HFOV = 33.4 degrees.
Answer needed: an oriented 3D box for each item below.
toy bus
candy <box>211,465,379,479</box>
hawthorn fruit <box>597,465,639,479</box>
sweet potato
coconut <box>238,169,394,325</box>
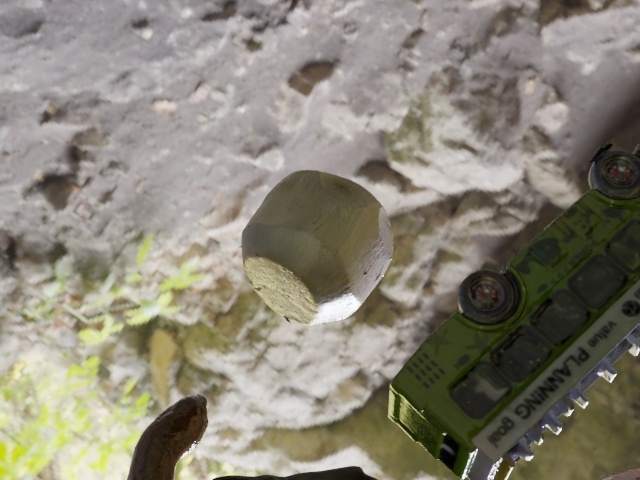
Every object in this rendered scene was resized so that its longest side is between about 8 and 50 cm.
[{"bbox_3d":[0.191,0.050,0.766,0.302,0.139,0.113,-40,159,-14],"label":"toy bus"},{"bbox_3d":[-0.057,0.354,0.932,0.427,0.186,0.386,-5,139,-25],"label":"candy"},{"bbox_3d":[0.211,0.269,0.658,0.308,0.276,0.276,7,118,-32],"label":"hawthorn fruit"},{"bbox_3d":[-0.177,0.243,1.135,0.051,0.065,0.218,-21,-151,41],"label":"sweet potato"},{"bbox_3d":[0.001,0.002,1.174,0.162,0.161,0.161,-47,158,-30],"label":"coconut"}]
